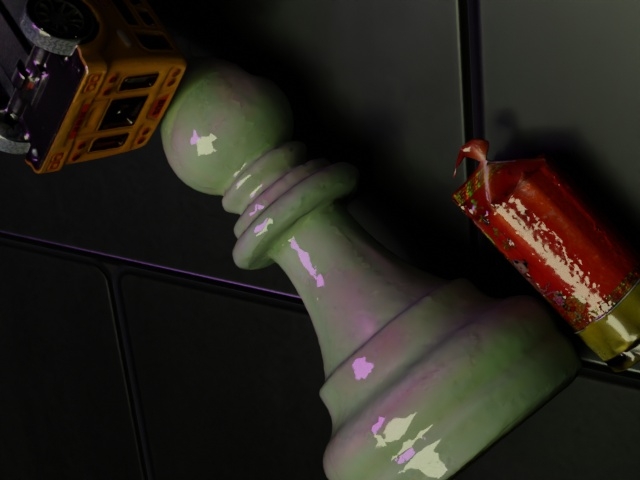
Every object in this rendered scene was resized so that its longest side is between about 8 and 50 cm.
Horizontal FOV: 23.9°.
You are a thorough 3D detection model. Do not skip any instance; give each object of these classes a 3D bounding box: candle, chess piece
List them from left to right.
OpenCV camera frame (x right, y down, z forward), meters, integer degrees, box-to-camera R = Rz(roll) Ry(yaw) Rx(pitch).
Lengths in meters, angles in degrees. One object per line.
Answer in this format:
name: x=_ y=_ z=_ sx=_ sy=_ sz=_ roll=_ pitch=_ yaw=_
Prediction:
chess piece: x=0.000 y=0.000 z=0.768 sx=0.272 sy=0.139 sz=0.139 roll=52 pitch=133 yaw=11
candle: x=0.114 y=0.001 z=0.724 sx=0.131 sy=0.052 sz=0.052 roll=45 pitch=132 yaw=0

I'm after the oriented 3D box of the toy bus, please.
toy bus: x=-0.152 y=-0.131 z=0.771 sx=0.194 sy=0.088 sz=0.083 roll=55 pitch=134 yaw=23
